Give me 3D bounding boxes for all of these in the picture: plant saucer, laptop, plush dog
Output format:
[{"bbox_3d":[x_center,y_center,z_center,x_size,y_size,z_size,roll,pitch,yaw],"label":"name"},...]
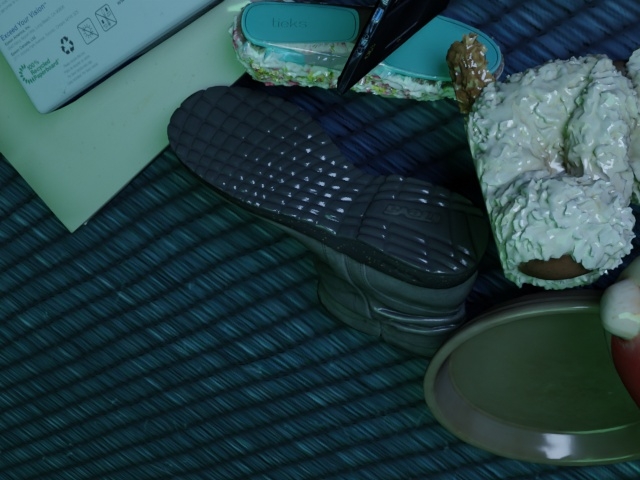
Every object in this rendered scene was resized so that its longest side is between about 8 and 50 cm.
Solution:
[{"bbox_3d":[0.236,0.132,0.847,0.277,0.041,0.278,5,139,4],"label":"plant saucer"},{"bbox_3d":[0.160,-0.209,0.618,0.136,0.234,0.264,35,128,6],"label":"laptop"},{"bbox_3d":[0.228,-0.082,0.681,0.225,0.262,0.211,-15,81,11],"label":"plush dog"}]

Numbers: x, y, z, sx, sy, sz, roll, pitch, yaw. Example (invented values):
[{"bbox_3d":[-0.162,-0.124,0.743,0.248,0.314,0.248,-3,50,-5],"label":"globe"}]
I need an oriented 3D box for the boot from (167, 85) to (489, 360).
[{"bbox_3d":[0.000,0.000,0.884,0.338,0.118,0.223,32,156,19],"label":"boot"}]

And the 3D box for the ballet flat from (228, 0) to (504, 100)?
[{"bbox_3d":[0.039,-0.165,0.800,0.241,0.091,0.077,10,157,0],"label":"ballet flat"}]

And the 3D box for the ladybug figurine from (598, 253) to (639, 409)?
[{"bbox_3d":[0.418,0.107,0.631,0.449,0.162,0.305,9,140,1],"label":"ladybug figurine"}]

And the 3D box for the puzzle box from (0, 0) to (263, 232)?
[{"bbox_3d":[-0.240,-0.209,0.950,0.409,0.052,0.272,-33,99,38],"label":"puzzle box"}]

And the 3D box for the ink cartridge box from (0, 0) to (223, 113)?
[{"bbox_3d":[-0.228,-0.323,0.800,0.324,0.071,0.330,-22,103,36],"label":"ink cartridge box"}]
